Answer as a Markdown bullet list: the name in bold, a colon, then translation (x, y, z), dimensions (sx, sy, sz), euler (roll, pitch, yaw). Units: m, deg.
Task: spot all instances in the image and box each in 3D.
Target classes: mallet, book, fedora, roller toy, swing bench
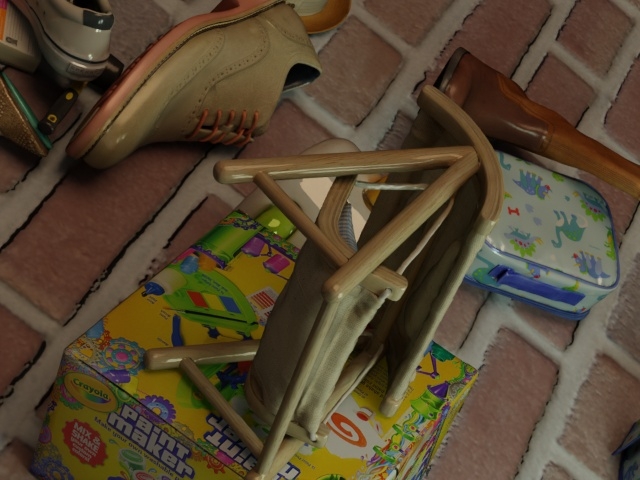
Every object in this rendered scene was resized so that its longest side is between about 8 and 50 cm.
- **mallet**: translation (-0.269, -0.165, 1.843), dimensions (0.062, 0.039, 0.190), euler (37, 30, -1)
- **book**: translation (-0.367, -0.246, 1.870), dimensions (0.144, 0.035, 0.096), euler (21, 44, -22)
- **fedora**: translation (-0.034, -0.347, 2.153), dimensions (0.194, 0.079, 0.194), euler (19, 48, -22)
- **roller toy**: translation (0.000, 0.000, 1.820), dimensions (0.209, 0.191, 0.146), euler (-37, 82, -22)
- **swing bench**: translation (0.021, 0.038, 1.458), dimensions (0.254, 0.253, 0.165), euler (-21, 57, -38)

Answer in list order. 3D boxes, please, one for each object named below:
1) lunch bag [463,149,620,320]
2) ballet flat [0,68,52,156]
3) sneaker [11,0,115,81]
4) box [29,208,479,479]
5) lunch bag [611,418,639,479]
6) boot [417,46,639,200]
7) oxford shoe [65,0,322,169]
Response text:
- **lunch bag**: translation (0.248, -0.005, 2.078), dimensions (0.219, 0.090, 0.176), euler (17, 47, -24)
- **ballet flat**: translation (-0.352, -0.167, 1.794), dimensions (0.067, 0.073, 0.206), euler (-29, 88, -4)
- **sneaker**: translation (-0.281, -0.281, 1.873), dimensions (0.094, 0.091, 0.258), euler (3, 40, -42)
- **box**: translation (-0.060, 0.167, 1.611), dimensions (0.290, 0.177, 0.279), euler (34, 42, 13)
- **lunch bag**: translation (0.402, 0.240, 1.967), dimensions (0.096, 0.129, 0.151), euler (25, 47, -18)
- **boot**: translation (0.265, -0.117, 2.096), dimensions (0.280, 0.096, 0.264), euler (34, 7, 12)
- **oxford shoe**: translation (-0.122, -0.165, 1.909), dimensions (0.146, 0.140, 0.397), euler (50, 45, -2)
